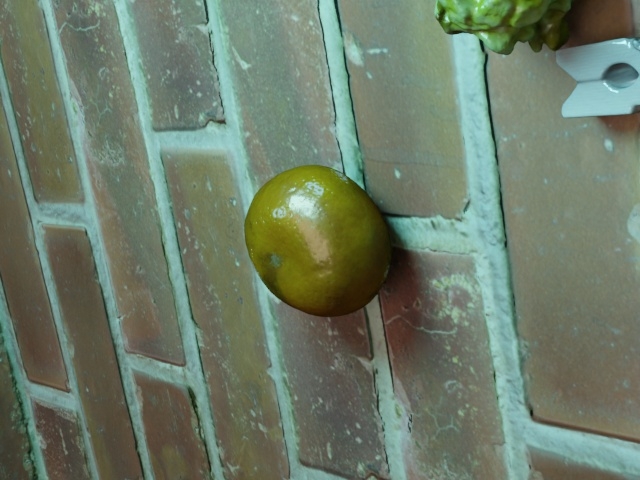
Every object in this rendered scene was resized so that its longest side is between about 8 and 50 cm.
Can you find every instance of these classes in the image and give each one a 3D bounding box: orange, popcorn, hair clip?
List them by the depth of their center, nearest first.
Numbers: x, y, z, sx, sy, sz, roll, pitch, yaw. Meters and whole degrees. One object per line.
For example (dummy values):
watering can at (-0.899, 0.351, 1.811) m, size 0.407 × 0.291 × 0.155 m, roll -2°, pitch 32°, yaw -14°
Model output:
hair clip at (0.409, -0.185, 1.065) m, size 0.331 × 0.085 × 0.101 m, roll 2°, pitch 106°, yaw 51°
popcorn at (0.217, -0.304, 1.140) m, size 0.167 × 0.185 × 0.187 m, roll -22°, pitch 66°, yaw 28°
orange at (0.000, 0.000, 1.488) m, size 0.240 × 0.171 × 0.240 m, roll 19°, pitch 121°, yaw 35°
